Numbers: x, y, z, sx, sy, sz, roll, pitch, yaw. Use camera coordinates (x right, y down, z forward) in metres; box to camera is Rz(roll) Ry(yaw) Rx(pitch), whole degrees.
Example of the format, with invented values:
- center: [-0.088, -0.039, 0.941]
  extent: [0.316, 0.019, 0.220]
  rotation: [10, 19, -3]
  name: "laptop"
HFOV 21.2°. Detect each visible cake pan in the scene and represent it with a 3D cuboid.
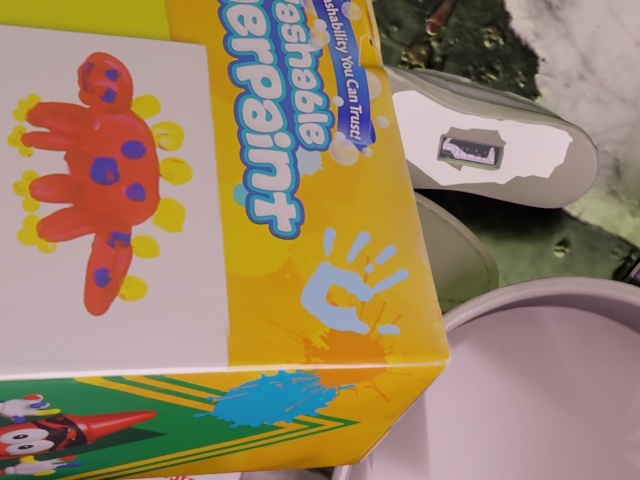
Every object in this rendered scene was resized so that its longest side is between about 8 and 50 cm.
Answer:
- center: [0.140, 0.166, 1.044]
  extent: [0.293, 0.054, 0.293]
  rotation: [-1, 94, -13]
  name: "cake pan"

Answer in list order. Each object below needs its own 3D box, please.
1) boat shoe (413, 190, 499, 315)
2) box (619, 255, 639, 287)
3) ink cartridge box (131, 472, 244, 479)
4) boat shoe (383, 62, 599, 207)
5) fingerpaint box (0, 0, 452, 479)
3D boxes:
- center: [0.000, 0.000, 1.080]
  extent: [0.227, 0.069, 0.081]
  rotation: [22, 56, -2]
  name: "boat shoe"
- center: [0.310, 0.049, 1.123]
  extent: [0.207, 0.108, 0.153]
  rotation: [38, 71, 8]
  name: "box"
- center: [-0.085, 0.104, 1.089]
  extent: [0.099, 0.056, 0.135]
  rotation: [19, 70, 0]
  name: "ink cartridge box"
- center: [0.073, -0.075, 1.159]
  extent: [0.227, 0.081, 0.079]
  rotation: [14, 104, -7]
  name: "boat shoe"
- center: [-0.163, -0.096, 0.943]
  extent: [0.371, 0.163, 0.445]
  rotation: [-1, 63, -21]
  name: "fingerpaint box"
